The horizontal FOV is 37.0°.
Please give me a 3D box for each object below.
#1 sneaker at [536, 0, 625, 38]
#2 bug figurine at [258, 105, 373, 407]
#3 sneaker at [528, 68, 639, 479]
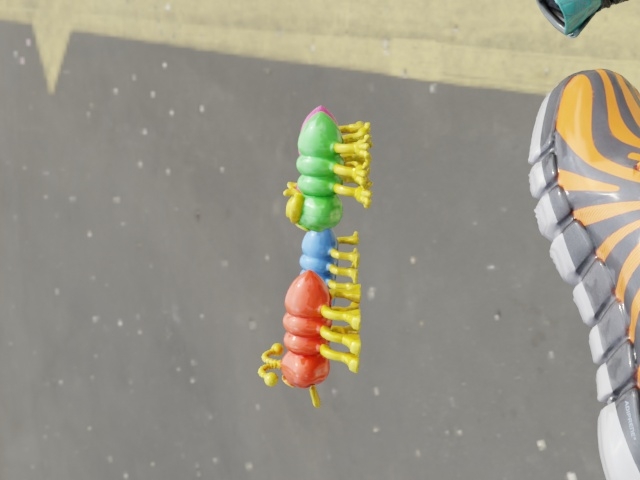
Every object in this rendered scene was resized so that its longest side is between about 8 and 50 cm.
[{"bbox_3d":[0.465,-0.412,1.563,0.296,0.178,0.123,17,143,52],"label":"sneaker"},{"bbox_3d":[0.000,0.000,0.779,0.279,0.072,0.216,-80,-6,-79],"label":"bug figurine"},{"bbox_3d":[0.233,0.003,0.542,0.180,0.125,0.321,-45,45,48],"label":"sneaker"}]
